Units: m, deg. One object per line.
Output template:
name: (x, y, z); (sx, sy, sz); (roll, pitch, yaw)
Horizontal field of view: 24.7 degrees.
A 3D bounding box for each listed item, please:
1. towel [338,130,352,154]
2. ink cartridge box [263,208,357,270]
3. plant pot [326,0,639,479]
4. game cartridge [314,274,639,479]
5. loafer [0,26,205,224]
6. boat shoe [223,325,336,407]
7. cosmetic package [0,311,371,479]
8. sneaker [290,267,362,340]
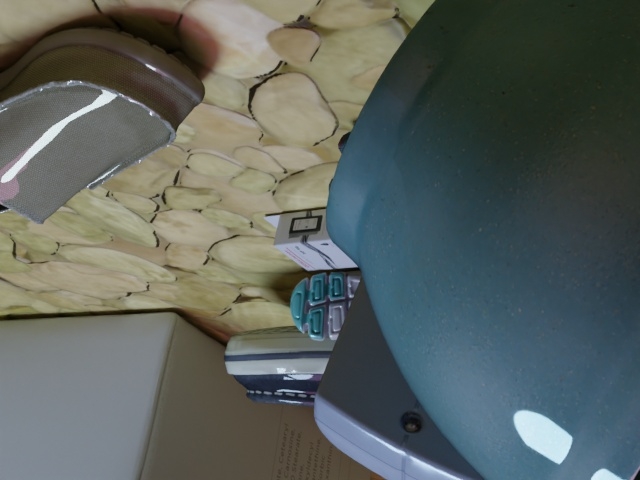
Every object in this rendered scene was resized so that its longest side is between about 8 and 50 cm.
towel: (0.222, 0.017, 0.934); (0.370, 0.040, 0.271); (1, 138, 28)
ink cartridge box: (0.000, 0.000, 1.082); (0.083, 0.028, 0.048); (-6, 151, 36)
plant pot: (0.128, -0.021, 0.709); (0.196, 0.293, 0.293); (34, 162, 17)
game cartridge: (0.155, 0.084, 0.856); (0.294, 0.196, 0.060); (14, 141, 13)
loafer: (-0.179, -0.061, 0.943); (0.268, 0.092, 0.102); (-13, 147, 44)
boat shoe: (0.156, 0.176, 1.222); (0.500, 0.156, 0.187); (16, 175, -12)
cosmetic package: (-0.192, 0.298, 1.483); (0.329, 0.327, 0.393); (-4, 153, 32)
sneaker: (0.063, 0.041, 1.126); (0.166, 0.065, 0.076); (0, -176, 7)
